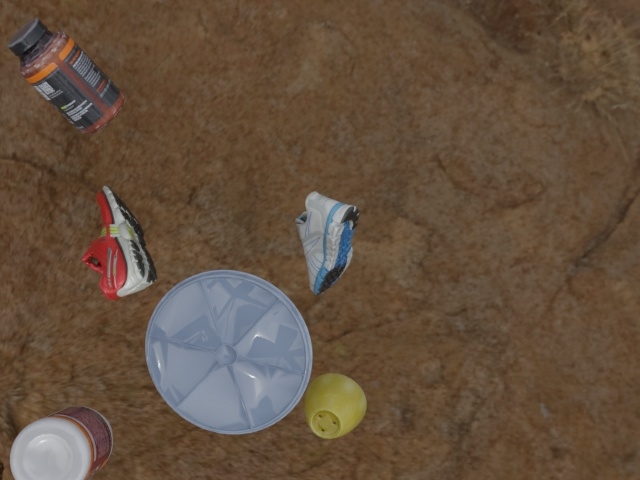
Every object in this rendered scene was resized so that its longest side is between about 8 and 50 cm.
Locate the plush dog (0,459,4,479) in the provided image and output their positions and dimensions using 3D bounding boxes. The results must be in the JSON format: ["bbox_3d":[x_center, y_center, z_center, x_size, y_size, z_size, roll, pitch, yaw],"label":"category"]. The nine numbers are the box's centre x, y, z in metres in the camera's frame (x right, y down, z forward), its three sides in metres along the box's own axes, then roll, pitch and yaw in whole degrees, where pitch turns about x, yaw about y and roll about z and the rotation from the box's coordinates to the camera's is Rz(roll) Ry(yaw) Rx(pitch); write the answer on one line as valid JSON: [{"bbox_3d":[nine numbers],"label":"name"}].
[{"bbox_3d":[-0.543,0.492,1.455,0.225,0.210,0.262,11,33,-3],"label":"plush dog"}]

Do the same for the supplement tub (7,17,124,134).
[{"bbox_3d":[-0.435,-0.282,1.436,0.198,0.106,0.106,49,65,-33],"label":"supplement tub"}]

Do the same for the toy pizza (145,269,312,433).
[{"bbox_3d":[-0.108,0.131,0.997,0.201,0.032,0.201,1,100,7],"label":"toy pizza"}]

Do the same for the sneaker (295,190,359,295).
[{"bbox_3d":[0.000,0.000,1.202,0.083,0.190,0.071,34,51,19],"label":"sneaker"}]

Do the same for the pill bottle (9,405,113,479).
[{"bbox_3d":[-0.286,0.235,0.957,0.086,0.152,0.086,0,86,0],"label":"pill bottle"}]

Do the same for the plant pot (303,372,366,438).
[{"bbox_3d":[0.021,0.356,1.737,0.134,0.134,0.095,52,23,-6],"label":"plant pot"}]

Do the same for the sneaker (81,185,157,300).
[{"bbox_3d":[-0.408,0.001,1.620,0.118,0.279,0.107,-30,136,2],"label":"sneaker"}]
